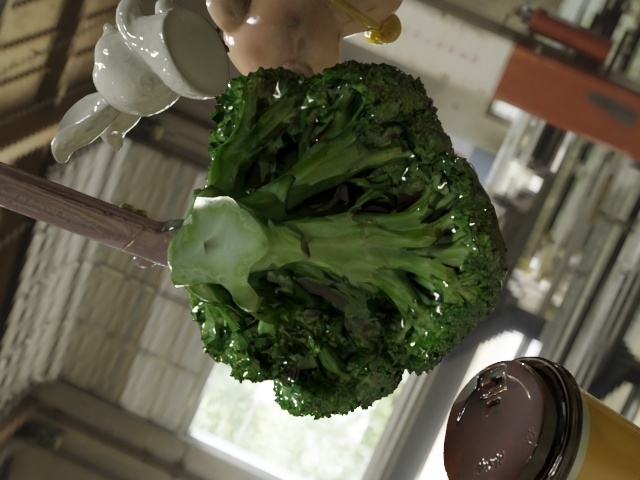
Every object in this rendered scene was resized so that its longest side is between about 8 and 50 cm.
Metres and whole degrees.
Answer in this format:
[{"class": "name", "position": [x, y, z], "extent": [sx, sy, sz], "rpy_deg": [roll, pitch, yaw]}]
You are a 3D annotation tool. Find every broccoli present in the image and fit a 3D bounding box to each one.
[{"class": "broccoli", "position": [0.000, 0.000, 1.085], "extent": [0.275, 0.308, 0.307], "rpy_deg": [-6, -59, -65]}]

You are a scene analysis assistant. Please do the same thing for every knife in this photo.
[{"class": "knife", "position": [-0.295, -0.043, 1.533], "extent": [0.132, 0.399, 0.038], "rpy_deg": [-42, 36, 47]}]

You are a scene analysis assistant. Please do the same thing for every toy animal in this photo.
[{"class": "toy animal", "position": [-0.204, -0.168, 1.382], "extent": [0.221, 0.130, 0.104], "rpy_deg": [-22, 11, 37]}, {"class": "toy animal", "position": [0.002, -0.267, 1.496], "extent": [0.248, 0.165, 0.149], "rpy_deg": [-45, -8, -19]}]

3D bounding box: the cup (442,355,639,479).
[{"class": "cup", "position": [0.285, 0.257, 1.522], "extent": [0.196, 0.280, 0.196], "rpy_deg": [-39, 36, 36]}]
